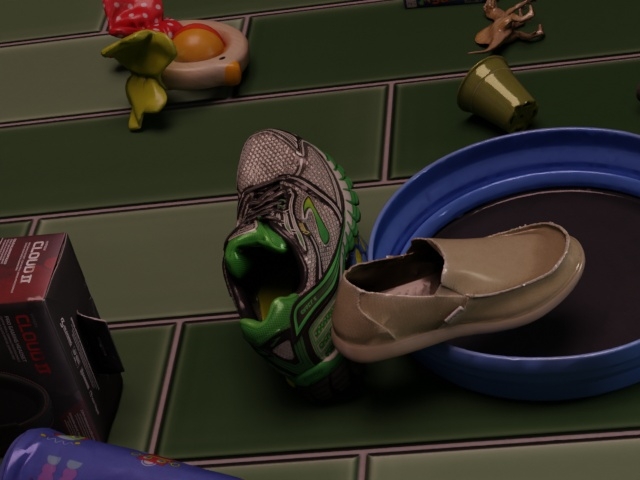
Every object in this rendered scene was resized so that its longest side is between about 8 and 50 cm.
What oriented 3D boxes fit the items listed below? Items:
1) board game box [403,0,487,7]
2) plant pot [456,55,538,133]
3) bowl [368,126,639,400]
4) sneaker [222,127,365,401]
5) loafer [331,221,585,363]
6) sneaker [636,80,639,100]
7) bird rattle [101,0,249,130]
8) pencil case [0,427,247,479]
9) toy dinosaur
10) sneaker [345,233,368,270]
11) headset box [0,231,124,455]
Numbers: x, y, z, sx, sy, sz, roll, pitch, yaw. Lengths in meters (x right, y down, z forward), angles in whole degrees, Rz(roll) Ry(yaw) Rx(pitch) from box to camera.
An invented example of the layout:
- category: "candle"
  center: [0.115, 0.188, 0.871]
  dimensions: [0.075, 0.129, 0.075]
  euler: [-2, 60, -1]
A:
- category: "board game box"
  center: [0.197, -0.408, 2.233]
  dimensions: [0.136, 0.035, 0.201]
  euler: [-2, 39, 14]
- category: "plant pot"
  center: [0.225, -0.173, 1.901]
  dimensions: [0.083, 0.083, 0.079]
  euler: [-30, 52, -20]
- category: "bowl"
  center: [0.247, 0.021, 1.642]
  dimensions: [0.391, 0.077, 0.391]
  euler: [-9, 38, 7]
- category: "sneaker"
  center: [-0.036, -0.004, 1.638]
  dimensions: [0.134, 0.146, 0.343]
  euler: [-31, 44, 17]
- category: "loafer"
  center: [0.135, 0.039, 1.513]
  dimensions: [0.268, 0.092, 0.102]
  euler: [-21, 38, -9]
- category: "sneaker"
  center: [0.489, -0.229, 1.881]
  dimensions: [0.118, 0.083, 0.222]
  euler: [25, 52, 39]
- category: "bird rattle"
  center: [-0.201, -0.253, 2.124]
  dimensions: [0.207, 0.143, 0.253]
  euler: [0, 25, -2]
- category: "pencil case"
  center: [-0.156, 0.264, 1.421]
  dimensions: [0.306, 0.133, 0.119]
  euler: [11, -2, 27]
- category: "toy dinosaur"
  center: [0.248, -0.280, 2.058]
  dimensions: [0.092, 0.053, 0.183]
  euler: [-17, 27, 21]
- category: "sneaker"
  center: [0.000, 0.000, 1.764]
  dimensions: [0.078, 0.067, 0.188]
  euler: [-42, 44, -2]
- category: "headset box"
  center: [-0.349, 0.113, 1.584]
  dimensions: [0.293, 0.218, 0.110]
  euler: [-4, 40, 11]
